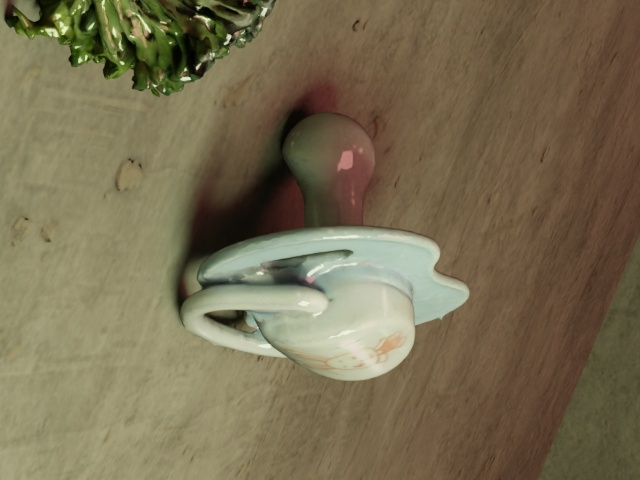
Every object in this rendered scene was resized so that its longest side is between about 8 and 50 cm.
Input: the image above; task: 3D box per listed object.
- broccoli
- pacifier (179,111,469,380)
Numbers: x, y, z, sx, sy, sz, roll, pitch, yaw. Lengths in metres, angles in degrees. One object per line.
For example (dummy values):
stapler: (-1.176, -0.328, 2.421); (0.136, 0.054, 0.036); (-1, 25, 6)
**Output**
broccoli: (-0.144, -0.208, 1.042); (0.304, 0.145, 0.165); (35, 76, -52)
pacifier: (0.000, 0.000, 1.468); (0.287, 0.238, 0.226); (44, 42, -62)
